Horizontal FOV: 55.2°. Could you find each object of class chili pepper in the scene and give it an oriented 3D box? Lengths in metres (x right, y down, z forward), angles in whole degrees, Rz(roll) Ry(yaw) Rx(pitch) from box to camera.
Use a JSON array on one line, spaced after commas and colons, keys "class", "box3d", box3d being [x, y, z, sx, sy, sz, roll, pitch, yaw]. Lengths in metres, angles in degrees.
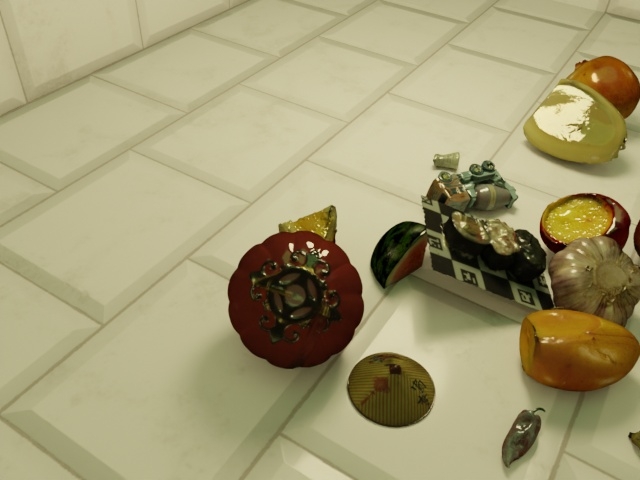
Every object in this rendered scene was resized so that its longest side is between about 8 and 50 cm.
[{"class": "chili pepper", "box3d": [0.406, 0.395, 1.239, 0.050, 0.041, 0.153, 14, 55, 43]}]

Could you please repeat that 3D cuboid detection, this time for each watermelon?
[{"class": "watermelon", "box3d": [0.194, 0.018, 1.608, 0.193, 0.137, 0.145, -50, 55, 6]}]

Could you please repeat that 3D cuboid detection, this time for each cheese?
[{"class": "cheese", "box3d": [0.849, -0.371, 2.014, 0.316, 0.260, 0.128, 43, 12, 23]}]

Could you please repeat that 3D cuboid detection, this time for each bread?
[{"class": "bread", "box3d": [0.000, 0.000, 1.589, 0.160, 0.140, 0.169, -30, 54, -18]}]

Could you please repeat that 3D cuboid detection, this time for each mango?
[{"class": "mango", "box3d": [0.577, 0.245, 1.349, 0.257, 0.138, 0.187, 8, 37, 4]}]

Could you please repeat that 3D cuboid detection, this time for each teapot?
[{"class": "teapot", "box3d": [0.405, -0.258, 1.979, 0.083, 0.057, 0.067, 3, 4, 5]}]

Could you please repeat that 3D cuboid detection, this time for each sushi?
[{"class": "sushi", "box3d": [0.449, 0.001, 1.543, 0.373, 0.100, 0.296, 21, 39, -15]}]

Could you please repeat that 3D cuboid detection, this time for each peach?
[{"class": "peach", "box3d": [0.695, -0.035, 1.623, 0.226, 0.190, 0.196, 9, 16, -16]}]

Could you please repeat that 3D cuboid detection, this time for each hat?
[{"class": "hat", "box3d": [0.156, 0.294, 1.309, 0.193, 0.082, 0.193, 3, 41, -2]}]

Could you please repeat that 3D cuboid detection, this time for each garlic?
[{"class": "garlic", "box3d": [0.660, 0.114, 1.492, 0.244, 0.160, 0.245, 6, 65, -12]}]

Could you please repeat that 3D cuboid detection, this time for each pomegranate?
[{"class": "pomegranate", "box3d": [0.975, -0.519, 2.155, 0.264, 0.264, 0.264, 2, 41, -2]}]

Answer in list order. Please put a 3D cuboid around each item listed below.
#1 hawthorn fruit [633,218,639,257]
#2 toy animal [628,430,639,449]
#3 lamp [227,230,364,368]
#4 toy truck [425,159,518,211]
[{"class": "hawthorn fruit", "box3d": [0.965, -0.026, 1.609, 0.258, 0.258, 0.262, 18, 71, 17]}, {"class": "toy animal", "box3d": [0.712, 0.438, 1.185, 0.101, 0.103, 0.219, -31, 52, -2]}, {"class": "lamp", "box3d": [-0.054, 0.128, 1.345, 0.303, 0.257, 0.303, 0, 80, -3]}, {"class": "toy truck", "box3d": [0.451, -0.139, 1.807, 0.256, 0.108, 0.140, -14, 57, -23]}]
